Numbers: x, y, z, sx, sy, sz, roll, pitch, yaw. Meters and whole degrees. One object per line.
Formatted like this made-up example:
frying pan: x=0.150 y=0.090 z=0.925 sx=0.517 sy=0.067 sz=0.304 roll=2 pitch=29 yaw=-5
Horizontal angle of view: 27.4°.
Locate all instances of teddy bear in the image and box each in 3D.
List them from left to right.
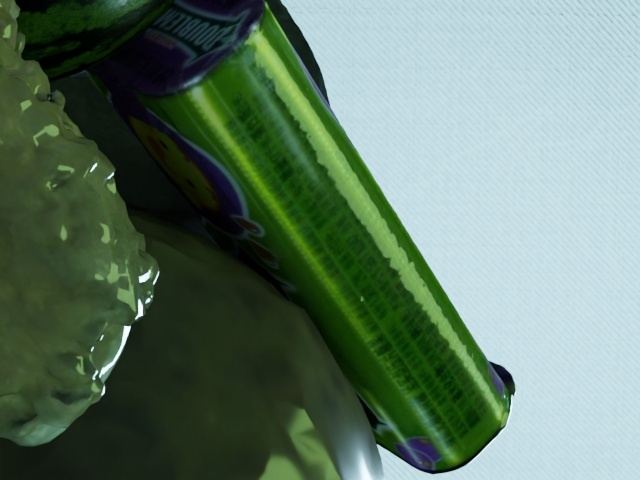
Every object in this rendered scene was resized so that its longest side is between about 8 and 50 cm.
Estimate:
teddy bear: x=-0.197 y=-0.033 z=0.427 sx=0.156 sy=0.256 sz=0.267 roll=14 pitch=51 yaw=-50

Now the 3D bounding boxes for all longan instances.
longan: x=-0.150 y=0.169 z=0.728 sx=0.391 sy=0.391 sz=0.391 roll=-179 pitch=-90 yaw=-89

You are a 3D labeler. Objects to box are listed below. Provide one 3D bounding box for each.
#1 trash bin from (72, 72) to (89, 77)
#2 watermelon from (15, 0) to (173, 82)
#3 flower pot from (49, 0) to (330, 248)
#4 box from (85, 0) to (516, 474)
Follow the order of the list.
trash bin: x=-0.236 y=-0.140 z=1.319 sx=0.290 sy=0.182 sz=0.209 roll=-69 pitch=162 yaw=-77
watermelon: x=-0.181 y=-0.218 z=0.661 sx=0.285 sy=0.285 sz=0.285 roll=-179 pitch=-90 yaw=-89
flower pot: x=-0.114 y=-0.058 z=0.987 sx=0.251 sy=0.379 sz=0.379 roll=110 pitch=-18 yaw=-60
box: x=0.000 y=0.000 z=0.809 sx=0.134 sy=0.097 sz=0.345 roll=26 pitch=-24 yaw=52
